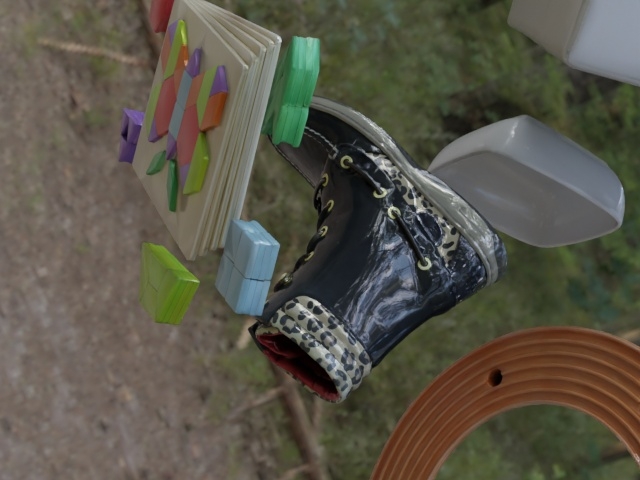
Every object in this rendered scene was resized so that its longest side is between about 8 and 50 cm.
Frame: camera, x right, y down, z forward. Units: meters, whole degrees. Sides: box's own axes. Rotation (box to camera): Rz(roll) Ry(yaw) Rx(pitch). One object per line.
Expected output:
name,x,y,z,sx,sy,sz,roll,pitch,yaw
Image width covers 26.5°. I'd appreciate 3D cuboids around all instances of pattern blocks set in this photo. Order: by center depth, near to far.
pattern blocks set,-0.083,-0.084,0.907,0.325,0.026,0.286,22,-78,64

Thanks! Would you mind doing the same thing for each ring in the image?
ring,0.150,0.225,0.959,0.032,0.336,0.337,22,45,-40

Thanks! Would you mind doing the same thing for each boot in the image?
boot,0.001,0.000,1.033,0.236,0.178,0.085,39,-24,26

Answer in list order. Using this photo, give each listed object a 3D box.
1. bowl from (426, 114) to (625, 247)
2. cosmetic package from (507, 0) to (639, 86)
bowl,0.172,-0.052,1.119,0.142,0.142,0.053,29,71,-17
cosmetic package,0.362,-0.266,1.060,0.394,0.329,0.328,-87,-167,-76
